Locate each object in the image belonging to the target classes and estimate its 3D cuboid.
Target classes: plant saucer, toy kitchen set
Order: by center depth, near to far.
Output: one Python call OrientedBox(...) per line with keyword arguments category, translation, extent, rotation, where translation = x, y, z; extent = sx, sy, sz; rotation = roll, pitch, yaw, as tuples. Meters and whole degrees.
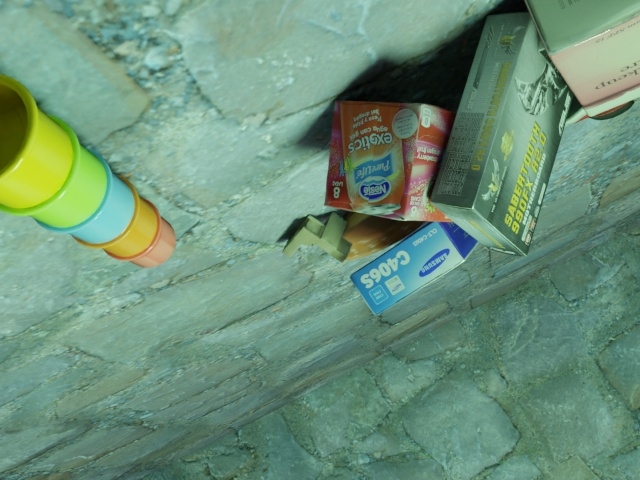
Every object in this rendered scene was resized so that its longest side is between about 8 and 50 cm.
OrientedBox(category="toy kitchen set", translation=(0.000, 0.000, 1.003), extent=(0.075, 0.083, 0.068), rotation=(-47, -167, 44))
OrientedBox(category="plant saucer", translation=(0.103, -0.032, 1.086), extent=(0.199, 0.037, 0.200), rotation=(-24, 159, -10))

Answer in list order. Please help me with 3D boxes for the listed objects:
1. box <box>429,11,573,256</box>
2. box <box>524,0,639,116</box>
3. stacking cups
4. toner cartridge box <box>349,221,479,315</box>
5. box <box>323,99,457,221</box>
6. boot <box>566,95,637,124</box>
OrientedBox(category="box", translation=(0.222, -0.117, 0.742), extent=(0.056, 0.231, 0.183), rotation=(12, 170, 38))
OrientedBox(category="box", translation=(0.317, -0.244, 0.669), extent=(0.148, 0.127, 0.232), rotation=(-23, 163, 29))
OrientedBox(category="stacking cups", translation=(-0.218, -0.040, 0.603), extent=(0.096, 0.096, 0.316), rotation=(-28, 161, 4))
OrientedBox(category="toner cartridge box", translation=(0.184, 0.014, 1.064), extent=(0.165, 0.075, 0.347), rotation=(-36, 175, 23))
OrientedBox(category="box", translation=(0.132, -0.092, 0.784), extent=(0.122, 0.128, 0.256), rotation=(12, -172, 39))
OrientedBox(category="boot", translation=(0.468, -0.256, 0.922), extent=(0.176, 0.089, 0.244), rotation=(-10, 162, -38))
